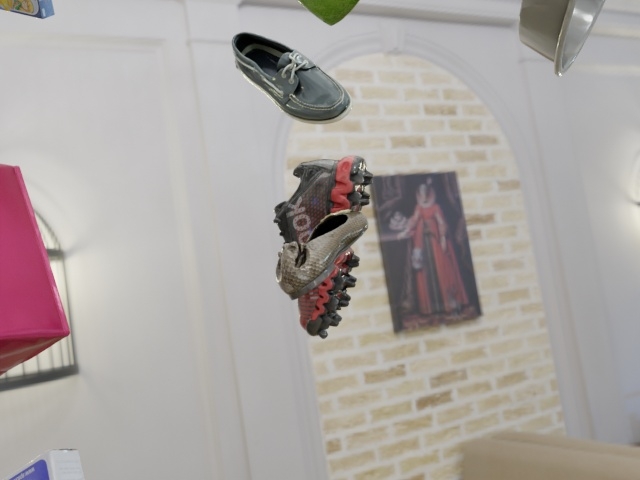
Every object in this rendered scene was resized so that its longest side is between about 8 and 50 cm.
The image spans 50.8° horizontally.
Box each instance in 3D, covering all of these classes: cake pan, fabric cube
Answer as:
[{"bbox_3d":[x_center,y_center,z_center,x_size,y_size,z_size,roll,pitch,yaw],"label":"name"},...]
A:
[{"bbox_3d":[0.273,-0.313,0.669,0.054,0.293,0.293,24,6,19],"label":"cake pan"},{"bbox_3d":[-0.511,0.056,0.796,0.259,0.254,0.258,-31,-17,23],"label":"fabric cube"}]

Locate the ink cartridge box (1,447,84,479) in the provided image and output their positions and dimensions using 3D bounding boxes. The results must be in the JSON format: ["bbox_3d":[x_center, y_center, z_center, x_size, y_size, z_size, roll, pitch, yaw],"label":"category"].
[{"bbox_3d":[-0.409,0.481,0.888,0.304,0.307,0.072,-33,-27,18],"label":"ink cartridge box"}]

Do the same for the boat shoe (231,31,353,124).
[{"bbox_3d":[-0.070,-0.343,1.402,0.116,0.319,0.099,-48,-30,-9],"label":"boat shoe"}]

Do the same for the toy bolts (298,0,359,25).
[{"bbox_3d":[-0.020,-0.283,0.392,0.159,0.228,0.218,20,-49,-26],"label":"toy bolts"}]

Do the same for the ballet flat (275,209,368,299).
[{"bbox_3d":[0.000,0.000,0.841,0.084,0.058,0.250,-33,6,26],"label":"ballet flat"}]

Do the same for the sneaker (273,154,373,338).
[{"bbox_3d":[-0.009,0.004,1.009,0.135,0.275,0.098,9,2,15],"label":"sneaker"}]

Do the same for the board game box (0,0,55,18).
[{"bbox_3d":[-0.562,-0.514,1.216,0.136,0.201,0.035,17,39,19],"label":"board game box"}]
